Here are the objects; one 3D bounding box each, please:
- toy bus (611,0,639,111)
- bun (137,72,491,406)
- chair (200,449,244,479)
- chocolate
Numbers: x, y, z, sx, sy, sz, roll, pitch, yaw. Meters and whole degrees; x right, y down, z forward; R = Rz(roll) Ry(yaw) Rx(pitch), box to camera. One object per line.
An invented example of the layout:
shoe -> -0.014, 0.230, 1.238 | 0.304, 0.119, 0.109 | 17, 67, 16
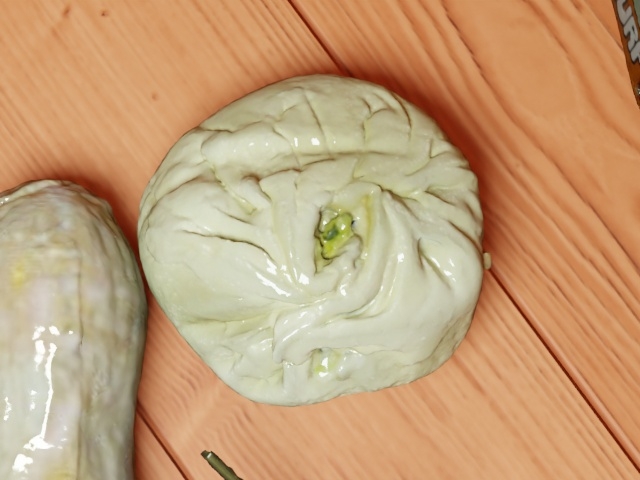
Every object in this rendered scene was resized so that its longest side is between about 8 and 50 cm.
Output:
toy bus -> 0.260, -0.109, 1.215 | 0.093, 0.092, 0.408 | -12, 83, -7
bun -> 0.000, 0.000, 1.152 | 0.229, 0.145, 0.229 | 1, 85, -8
chair -> 0.030, 0.277, 1.125 | 0.326, 0.170, 0.159 | 42, 73, -40
chocolate -> -0.173, 0.110, 1.138 | 0.134, 0.134, 0.309 | 1, 80, -3
